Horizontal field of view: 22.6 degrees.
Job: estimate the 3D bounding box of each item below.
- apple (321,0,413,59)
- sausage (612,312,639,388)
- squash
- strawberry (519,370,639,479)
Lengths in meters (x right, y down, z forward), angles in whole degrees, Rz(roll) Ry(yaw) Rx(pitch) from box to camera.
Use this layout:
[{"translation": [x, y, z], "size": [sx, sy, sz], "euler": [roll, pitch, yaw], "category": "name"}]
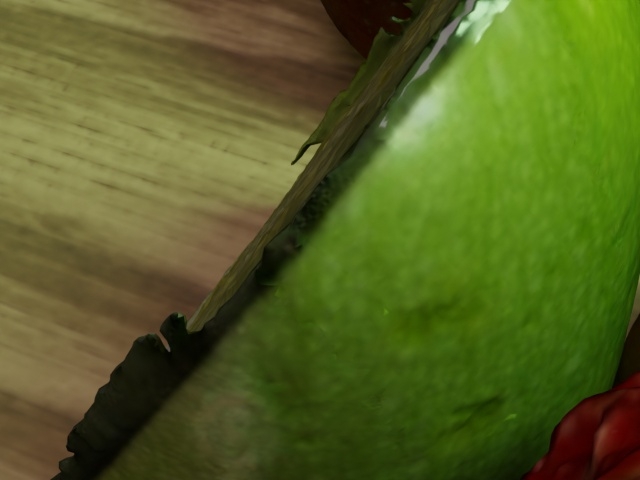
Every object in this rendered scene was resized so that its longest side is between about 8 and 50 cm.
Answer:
[{"translation": [0.099, -0.160, 0.736], "size": [0.188, 0.174, 0.207], "euler": [29, 79, 28], "category": "apple"}, {"translation": [0.235, 0.002, 0.634], "size": [0.274, 0.105, 0.105], "euler": [-36, 58, -17], "category": "sausage"}, {"translation": [0.000, 0.000, 0.539], "size": [0.210, 0.309, 0.233], "euler": [25, 62, 24], "category": "squash"}, {"translation": [0.143, 0.187, 0.410], "size": [0.292, 0.291, 0.310], "euler": [20, 53, 21], "category": "strawberry"}]
